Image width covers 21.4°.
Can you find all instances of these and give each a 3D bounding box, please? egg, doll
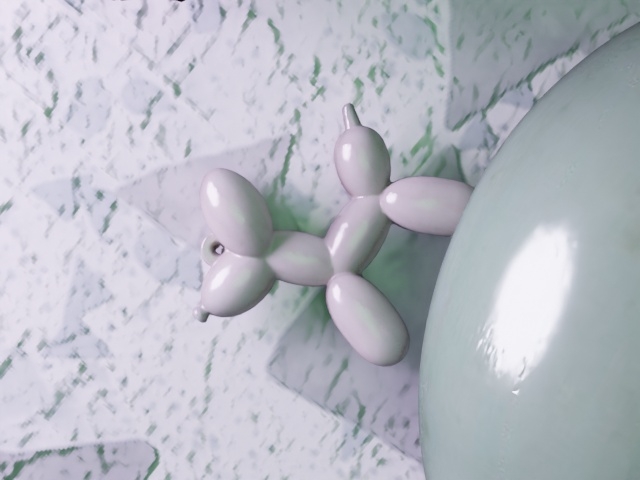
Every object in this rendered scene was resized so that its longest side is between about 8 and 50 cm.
[{"bbox_3d":[0.202,0.046,0.928,0.276,0.276,0.388,25,92,-2],"label":"egg"},{"bbox_3d":[0.000,0.000,1.028,0.160,0.059,0.161,32,90,-2],"label":"doll"}]
